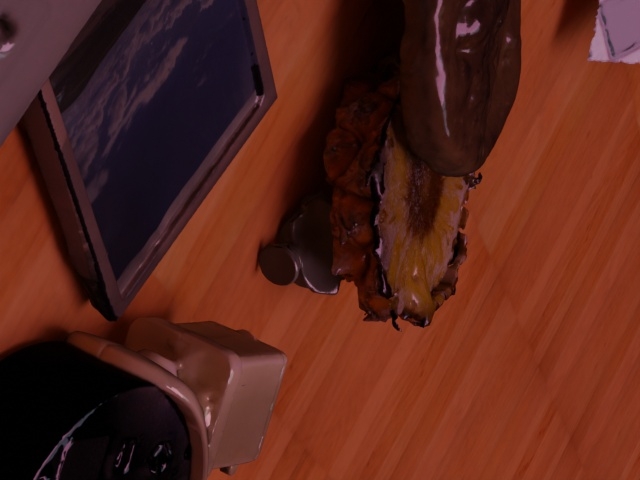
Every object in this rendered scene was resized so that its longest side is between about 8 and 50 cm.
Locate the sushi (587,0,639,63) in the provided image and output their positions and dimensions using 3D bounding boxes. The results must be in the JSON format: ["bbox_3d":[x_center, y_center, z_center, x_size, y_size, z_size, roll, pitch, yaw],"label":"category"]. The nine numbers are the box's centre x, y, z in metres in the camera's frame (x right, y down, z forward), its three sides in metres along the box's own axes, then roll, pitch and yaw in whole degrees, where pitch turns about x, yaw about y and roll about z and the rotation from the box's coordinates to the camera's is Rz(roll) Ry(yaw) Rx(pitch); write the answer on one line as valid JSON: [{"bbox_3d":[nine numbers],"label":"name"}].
[{"bbox_3d":[0.363,-0.290,1.631,0.292,0.059,0.294,-2,113,-24],"label":"sushi"}]

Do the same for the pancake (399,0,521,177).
[{"bbox_3d":[0.108,-0.159,1.294,0.242,0.050,0.242,5,90,-69],"label":"pancake"}]

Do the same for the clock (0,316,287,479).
[{"bbox_3d":[-0.147,0.234,1.107,0.276,0.120,0.379,-5,116,-58],"label":"clock"}]

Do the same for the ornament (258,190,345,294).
[{"bbox_3d":[-0.002,0.002,1.291,0.092,0.041,0.068,12,81,-56],"label":"ornament"}]

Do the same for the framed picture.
[{"bbox_3d":[-0.094,-0.099,1.028,0.189,0.023,0.260,-56,154,-29],"label":"framed picture"}]

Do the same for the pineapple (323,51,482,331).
[{"bbox_3d":[0.060,-0.040,1.321,0.221,0.047,0.221,5,90,-65],"label":"pineapple"}]

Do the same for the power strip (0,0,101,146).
[{"bbox_3d":[-0.163,-0.168,0.719,0.261,0.141,0.229,-54,157,7],"label":"power strip"}]
